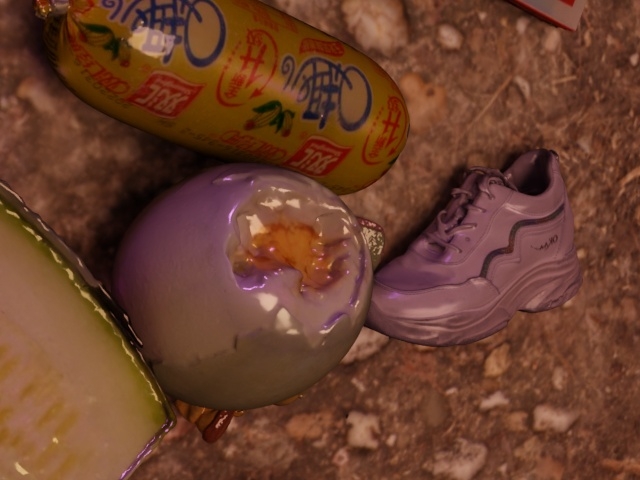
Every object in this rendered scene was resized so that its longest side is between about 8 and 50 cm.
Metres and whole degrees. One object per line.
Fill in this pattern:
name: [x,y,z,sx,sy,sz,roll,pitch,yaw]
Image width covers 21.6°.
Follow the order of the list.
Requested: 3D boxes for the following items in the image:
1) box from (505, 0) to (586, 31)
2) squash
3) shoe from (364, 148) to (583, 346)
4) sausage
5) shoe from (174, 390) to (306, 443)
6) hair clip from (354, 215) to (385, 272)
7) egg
box: [0.156,-0.270,1.418,0.229,0.050,0.123,19,93,-38]
squash: [-0.274,0.051,1.102,0.233,0.210,0.309,-47,130,-32]
shoe: [0.130,0.006,1.456,0.245,0.095,0.137,-16,108,-35]
sausage: [-0.066,-0.121,1.254,0.347,0.123,0.123,20,91,-39]
shoe: [-0.066,0.117,1.357,0.109,0.072,0.069,-18,74,-36]
hair clip: [-0.001,0.000,1.398,0.137,0.022,0.054,12,97,-43]
egg: [-0.068,0.040,1.245,0.183,0.217,0.183,16,59,-29]
